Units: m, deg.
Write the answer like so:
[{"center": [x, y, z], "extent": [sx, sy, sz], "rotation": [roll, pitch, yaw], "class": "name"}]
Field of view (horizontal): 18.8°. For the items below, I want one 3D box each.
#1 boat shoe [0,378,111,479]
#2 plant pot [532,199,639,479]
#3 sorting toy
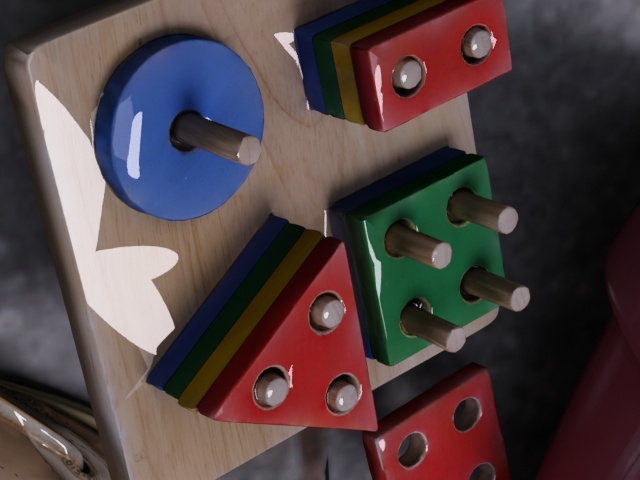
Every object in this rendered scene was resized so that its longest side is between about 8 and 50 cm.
[{"center": [-0.121, 0.089, 0.530], "extent": [0.341, 0.110, 0.121], "rotation": [38, 94, -25], "class": "boat shoe"}, {"center": [0.147, 0.089, 0.585], "extent": [0.201, 0.201, 0.180], "rotation": [23, 116, -23], "class": "plant pot"}, {"center": [0.000, 0.000, 0.507], "extent": [0.132, 0.046, 0.274], "rotation": [-26, 119, -31], "class": "sorting toy"}]
